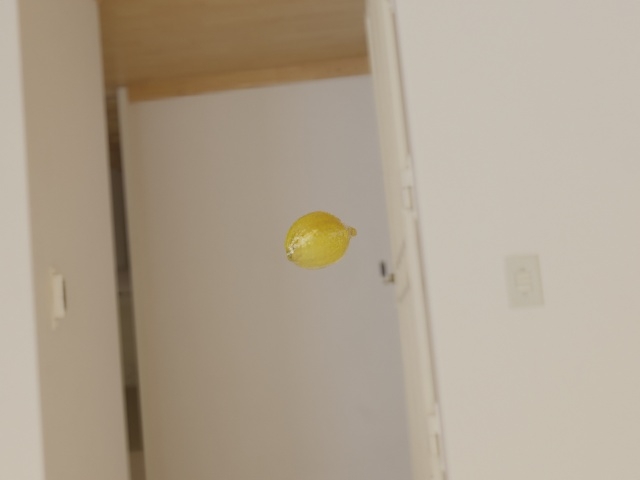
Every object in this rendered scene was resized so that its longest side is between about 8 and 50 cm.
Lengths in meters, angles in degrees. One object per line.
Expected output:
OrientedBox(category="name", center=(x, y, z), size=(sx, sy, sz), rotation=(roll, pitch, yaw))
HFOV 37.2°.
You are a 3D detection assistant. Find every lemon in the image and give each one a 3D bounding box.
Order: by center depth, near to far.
OrientedBox(category="lemon", center=(0.000, 0.000, 1.050), size=(0.092, 0.065, 0.065), rotation=(-19, 179, -28))
